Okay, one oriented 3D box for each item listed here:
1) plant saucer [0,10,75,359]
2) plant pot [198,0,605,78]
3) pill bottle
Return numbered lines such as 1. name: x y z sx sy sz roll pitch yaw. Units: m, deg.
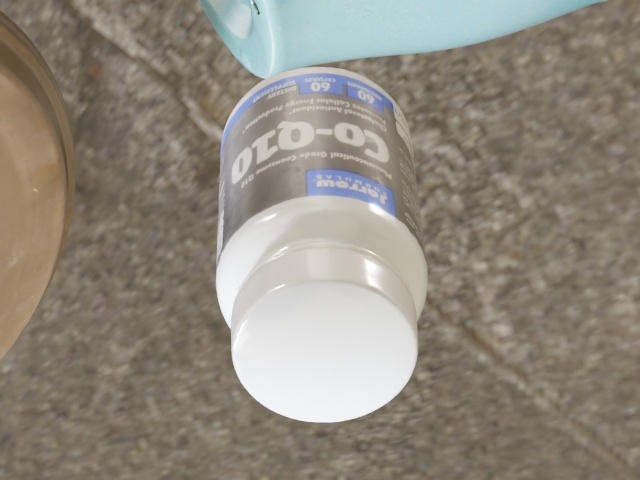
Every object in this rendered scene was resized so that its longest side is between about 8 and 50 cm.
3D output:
1. plant saucer: -0.237 0.000 0.939 0.278 0.041 0.277 -23 130 -30
2. plant pot: 0.042 -0.221 1.065 0.255 0.271 0.271 -26 88 -11
3. pill bottle: 0.000 0.000 0.703 0.078 0.078 0.137 19 32 -15
